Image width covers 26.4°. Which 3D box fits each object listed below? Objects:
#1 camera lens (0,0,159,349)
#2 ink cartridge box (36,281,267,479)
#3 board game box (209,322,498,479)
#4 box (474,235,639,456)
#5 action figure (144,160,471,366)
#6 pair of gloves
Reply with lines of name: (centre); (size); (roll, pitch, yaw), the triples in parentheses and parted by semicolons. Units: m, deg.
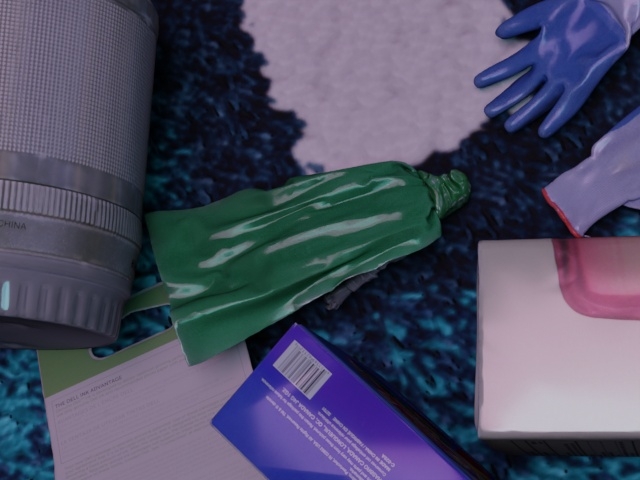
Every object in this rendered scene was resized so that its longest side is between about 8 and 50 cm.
camera lens: (-0.233, -0.070, 0.982); (0.219, 0.219, 0.274); (0, 77, 15)
ink cartridge box: (-0.112, 0.143, 0.992); (0.171, 0.056, 0.235); (-24, 48, 8)
board game box: (0.112, 0.206, 0.820); (0.347, 0.233, 0.078); (41, 90, 20)
box: (0.222, 0.070, 0.867); (0.232, 0.148, 0.127); (-1, 77, 14)
action figure: (0.000, 0.000, 0.982); (0.232, 0.063, 0.137); (-20, 60, 0)
pair of gloves: (0.203, -0.097, 0.956); (0.159, 0.023, 0.198); (-37, 67, 23)
